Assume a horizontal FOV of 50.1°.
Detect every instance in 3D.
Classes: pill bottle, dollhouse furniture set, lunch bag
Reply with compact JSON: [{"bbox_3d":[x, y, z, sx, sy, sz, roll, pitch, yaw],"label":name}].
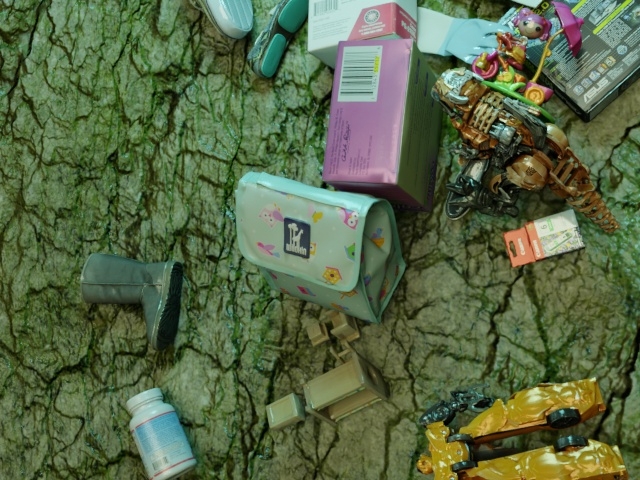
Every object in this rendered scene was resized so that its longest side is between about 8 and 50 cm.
[{"bbox_3d":[-0.297,0.359,1.258,0.087,0.087,0.160,-32,73,15],"label":"pill bottle"},{"bbox_3d":[0.001,0.228,1.175,0.181,0.101,0.161,-29,49,16],"label":"dollhouse furniture set"},{"bbox_3d":[0.000,0.000,1.077,0.223,0.262,0.160,17,66,24],"label":"lunch bag"}]

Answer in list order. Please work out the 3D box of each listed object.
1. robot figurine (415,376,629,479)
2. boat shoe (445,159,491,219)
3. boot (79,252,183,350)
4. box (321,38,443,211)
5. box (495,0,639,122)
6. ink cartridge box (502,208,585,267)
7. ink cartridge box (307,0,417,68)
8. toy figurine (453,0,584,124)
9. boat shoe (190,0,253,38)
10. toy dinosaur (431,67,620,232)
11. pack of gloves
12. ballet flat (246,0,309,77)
[{"bbox_3d":[0.285,0.312,1.015,0.291,0.085,0.211,-19,49,19],"label":"robot figurine"},{"bbox_3d":[0.243,-0.092,1.130,0.046,0.038,0.125,35,96,22],"label":"boat shoe"},{"bbox_3d":[-0.376,0.115,1.329,0.208,0.076,0.190,1,69,15],"label":"boot"},{"bbox_3d":[0.107,-0.171,1.083,0.117,0.243,0.214,5,85,22],"label":"box"},{"bbox_3d":[0.446,-0.355,1.073,0.270,0.060,0.216,-43,70,11],"label":"box"},{"bbox_3d":[0.351,-0.002,1.080,0.115,0.029,0.063,-17,77,18],"label":"ink cartridge box"},{"bbox_3d":[0.074,-0.442,1.196,0.171,0.100,0.237,-3,82,31],"label":"ink cartridge box"},{"bbox_3d":[0.312,-0.282,1.024,0.173,0.130,0.159,31,98,13],"label":"toy figurine"},{"bbox_3d":[-0.217,-0.500,1.343,0.094,0.109,0.302,-36,62,30],"label":"boat shoe"},{"bbox_3d":[0.286,-0.115,0.994,0.164,0.218,0.322,-31,86,-10],"label":"toy dinosaur"},{"bbox_3d":[0.243,-0.392,1.125,0.232,0.046,0.195,30,91,43],"label":"pack of gloves"},{"bbox_3d":[-0.083,-0.399,1.289,0.070,0.070,0.188,31,92,22],"label":"ballet flat"}]
